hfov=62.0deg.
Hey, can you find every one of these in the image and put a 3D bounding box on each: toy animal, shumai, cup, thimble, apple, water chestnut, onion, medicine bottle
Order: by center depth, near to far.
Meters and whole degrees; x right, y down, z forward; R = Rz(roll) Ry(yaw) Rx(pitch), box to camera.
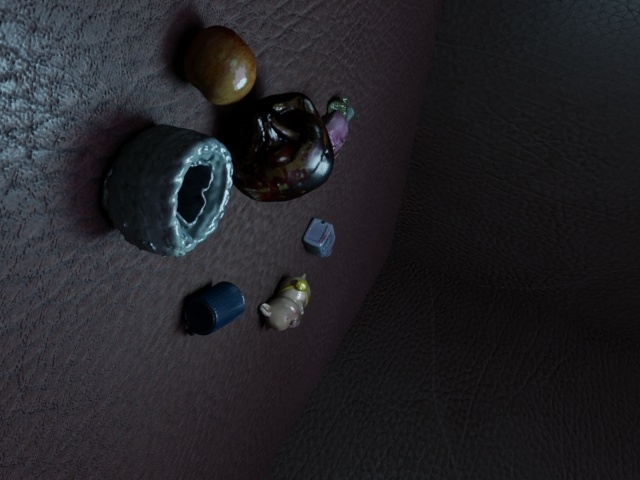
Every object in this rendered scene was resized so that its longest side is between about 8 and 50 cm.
[{"bbox_3d":[-0.290,-0.096,1.015,0.205,0.172,0.250,45,63,-67],"label":"thimble"},{"bbox_3d":[-0.199,-0.341,1.058,0.131,0.146,0.146,-45,159,-10],"label":"apple"},{"bbox_3d":[-0.108,-0.230,1.320,0.244,0.289,0.289,55,48,-29],"label":"water chestnut"},{"bbox_3d":[-0.293,0.201,1.446,0.138,0.114,0.150,-28,134,-64],"label":"cup"},{"bbox_3d":[-0.022,-0.266,1.633,0.283,0.120,0.227,-49,-169,-20],"label":"onion"},{"bbox_3d":[0.061,-0.480,1.909,0.082,0.083,0.080,-48,-151,28],"label":"shumai"},{"bbox_3d":[-0.116,0.229,2.010,0.248,0.149,0.165,-50,142,-33],"label":"toy animal"},{"bbox_3d":[0.000,0.000,2.190,0.119,0.095,0.188,-63,162,-18],"label":"medicine bottle"}]

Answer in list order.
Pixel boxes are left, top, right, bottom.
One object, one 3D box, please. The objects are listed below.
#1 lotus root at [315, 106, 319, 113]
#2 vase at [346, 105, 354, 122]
[{"bbox_3d":[-0.060,-0.355,1.544,0.122,0.113,0.081,-56,148,-37],"label":"lotus root"},{"bbox_3d":[0.064,-0.412,1.950,0.086,0.086,0.214,89,22,-51],"label":"vase"}]
